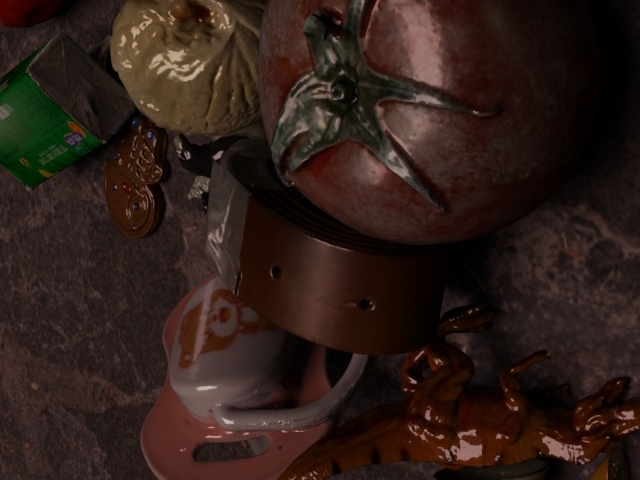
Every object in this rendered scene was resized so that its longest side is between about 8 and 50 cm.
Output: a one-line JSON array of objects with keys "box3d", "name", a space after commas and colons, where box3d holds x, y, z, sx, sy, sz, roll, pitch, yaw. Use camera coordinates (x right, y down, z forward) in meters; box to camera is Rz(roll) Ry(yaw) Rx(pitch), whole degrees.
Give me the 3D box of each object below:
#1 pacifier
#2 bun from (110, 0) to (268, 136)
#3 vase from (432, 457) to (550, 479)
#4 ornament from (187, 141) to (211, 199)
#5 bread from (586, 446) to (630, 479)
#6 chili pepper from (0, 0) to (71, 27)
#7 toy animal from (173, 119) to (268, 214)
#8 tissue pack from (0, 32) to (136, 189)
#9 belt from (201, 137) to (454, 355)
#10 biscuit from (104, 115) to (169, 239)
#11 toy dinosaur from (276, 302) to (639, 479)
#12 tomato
[{"box3d": [-0.075, 0.158, 1.361, 0.273, 0.221, 0.332, 114, 167, -47], "name": "pacifier"}, {"box3d": [-0.128, -0.229, 1.328, 0.220, 0.220, 0.134, 63, 172, 15], "name": "bun"}, {"box3d": [0.191, 0.385, 1.194, 0.173, 0.173, 0.321, -9, 86, 47], "name": "vase"}, {"box3d": [-0.130, -0.092, 1.499, 0.068, 0.041, 0.092, 13, 99, 38], "name": "ornament"}, {"box3d": [0.275, 0.253, 1.145, 0.062, 0.049, 0.103, 49, 131, 28], "name": "bread"}, {"box3d": [-0.345, -0.404, 1.589, 0.338, 0.131, 0.134, -28, 88, 44], "name": "chili pepper"}, {"box3d": [-0.116, -0.153, 1.422, 0.121, 0.094, 0.225, -17, 75, 6], "name": "toy animal"}, {"box3d": [-0.367, -0.192, 1.664, 0.148, 0.156, 0.209, 46, 139, -19], "name": "tissue pack"}, {"box3d": [0.000, 0.000, 1.247, 0.339, 0.217, 0.122, 39, 127, 53], "name": "belt"}, {"box3d": [-0.255, -0.084, 1.640, 0.124, 0.026, 0.175, 37, 124, 34], "name": "biscuit"}, {"box3d": [0.108, 0.170, 1.199, 0.432, 0.208, 0.097, -14, 132, 13], "name": "toy dinosaur"}, {"box3d": [0.091, -0.153, 1.075, 0.317, 0.283, 0.316, 14, 111, 41], "name": "tomato"}]
